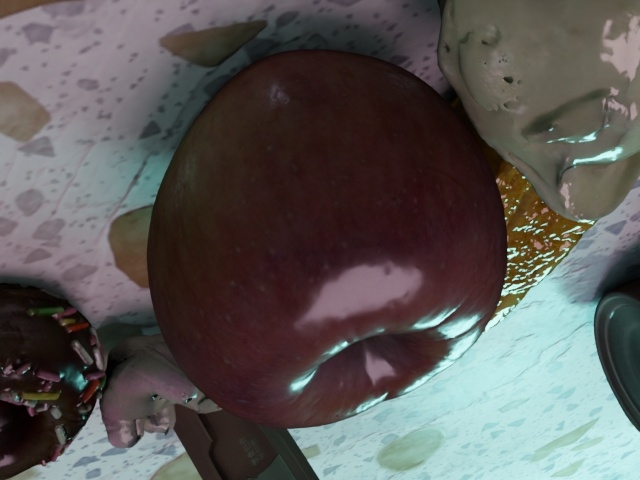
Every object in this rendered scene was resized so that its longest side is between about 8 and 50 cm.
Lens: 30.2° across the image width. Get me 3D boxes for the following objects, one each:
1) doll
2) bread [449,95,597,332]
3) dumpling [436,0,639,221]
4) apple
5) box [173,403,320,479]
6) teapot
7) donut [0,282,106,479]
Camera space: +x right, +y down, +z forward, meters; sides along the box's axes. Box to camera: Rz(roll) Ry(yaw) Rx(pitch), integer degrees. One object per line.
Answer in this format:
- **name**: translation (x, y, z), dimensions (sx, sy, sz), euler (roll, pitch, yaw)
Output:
- **doll**: translation (-0.131, 0.131, 1.166), dimensions (0.192, 0.095, 0.149), euler (-12, 155, -46)
- **bread**: translation (0.159, -0.031, 1.090), dimensions (0.167, 0.132, 0.294), euler (-3, 144, -31)
- **dumpling**: translation (0.203, -0.183, 0.871), dimensions (0.243, 0.187, 0.318), euler (-41, 139, -25)
- **apple**: translation (0.000, 0.000, 0.925), dimensions (0.305, 0.235, 0.306), euler (-16, 151, -9)
- **box**: translation (-0.058, 0.276, 1.337), dimensions (0.086, 0.215, 0.215), euler (-36, 148, -1)
- **teapot**: translation (0.529, 0.079, 1.478), dimensions (0.312, 0.233, 0.315), euler (-23, 123, -15)
- **donut**: translation (-0.318, 0.143, 1.055), dimensions (0.269, 0.103, 0.270), euler (-18, 148, -12)
